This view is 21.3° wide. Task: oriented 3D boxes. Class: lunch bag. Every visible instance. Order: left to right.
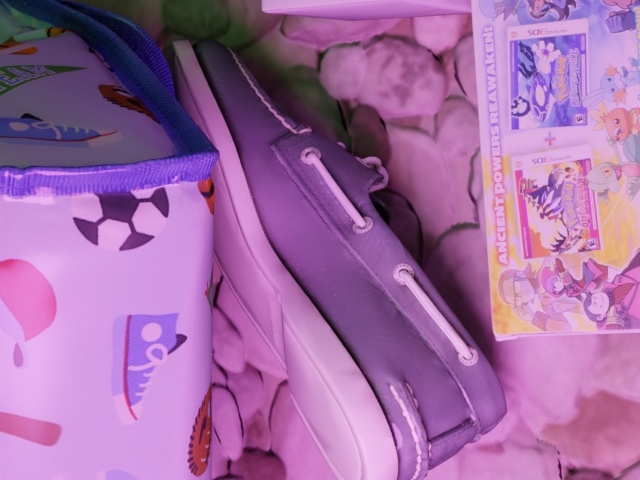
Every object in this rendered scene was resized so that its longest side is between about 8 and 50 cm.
[{"bbox_3d":[-0.192,0.039,0.990,0.385,0.239,0.328,-135,44,-60],"label":"lunch bag"}]

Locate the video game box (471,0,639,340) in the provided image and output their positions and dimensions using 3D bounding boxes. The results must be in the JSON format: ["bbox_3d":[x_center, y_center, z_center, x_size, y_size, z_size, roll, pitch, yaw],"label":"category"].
[{"bbox_3d":[0.166,-0.055,0.852,0.187,0.048,0.205,-4,89,38],"label":"video game box"}]

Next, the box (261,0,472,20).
[{"bbox_3d":[0.030,-0.174,0.933,0.102,0.087,0.101,2,93,40],"label":"box"}]

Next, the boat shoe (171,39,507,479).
[{"bbox_3d":[0.000,0.000,0.976,0.116,0.099,0.319,92,155,-52],"label":"boat shoe"}]
